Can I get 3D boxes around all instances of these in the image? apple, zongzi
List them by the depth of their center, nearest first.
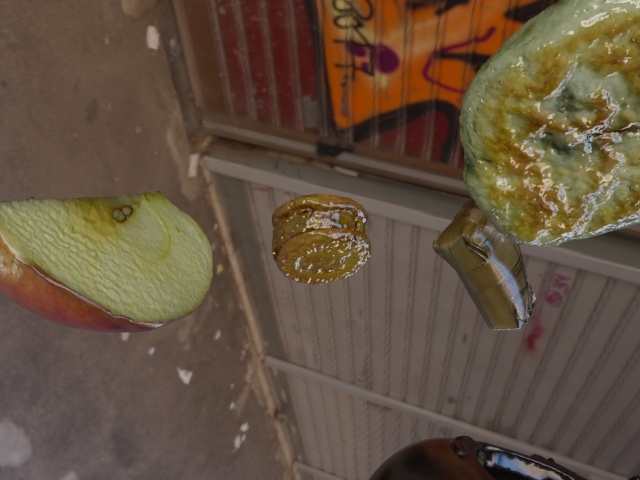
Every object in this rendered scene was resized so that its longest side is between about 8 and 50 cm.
[{"bbox_3d":[-0.297,0.025,0.907,0.346,0.253,0.180,-11,108,-63],"label":"apple"},{"bbox_3d":[0.380,0.015,1.423,0.260,0.123,0.289,55,48,-14],"label":"zongzi"}]

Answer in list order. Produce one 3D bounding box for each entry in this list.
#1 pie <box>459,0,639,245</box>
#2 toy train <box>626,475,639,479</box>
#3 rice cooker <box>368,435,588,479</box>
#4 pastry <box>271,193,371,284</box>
[{"bbox_3d":[0.221,-0.081,0.510,0.054,0.240,0.241,-82,173,-45],"label":"pie"},{"bbox_3d":[0.277,0.308,0.658,0.227,0.091,0.136,-25,97,-23],"label":"toy train"},{"bbox_3d":[0.130,0.274,0.475,0.225,0.267,0.267,-68,164,1],"label":"rice cooker"},{"bbox_3d":[0.000,0.000,0.662,0.109,0.097,0.057,61,22,-61],"label":"pastry"}]
